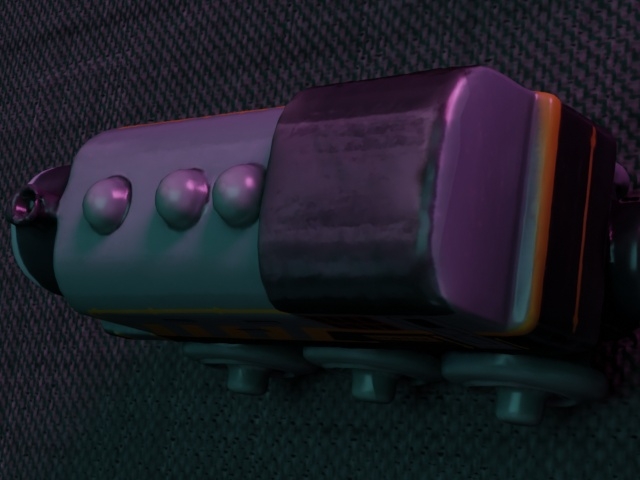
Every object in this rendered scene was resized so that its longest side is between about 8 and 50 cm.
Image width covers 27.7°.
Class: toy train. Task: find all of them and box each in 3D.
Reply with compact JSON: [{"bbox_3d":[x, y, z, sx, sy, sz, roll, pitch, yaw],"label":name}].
[{"bbox_3d":[0.000,0.000,0.617,0.334,0.190,0.142,0,74,41],"label":"toy train"}]
